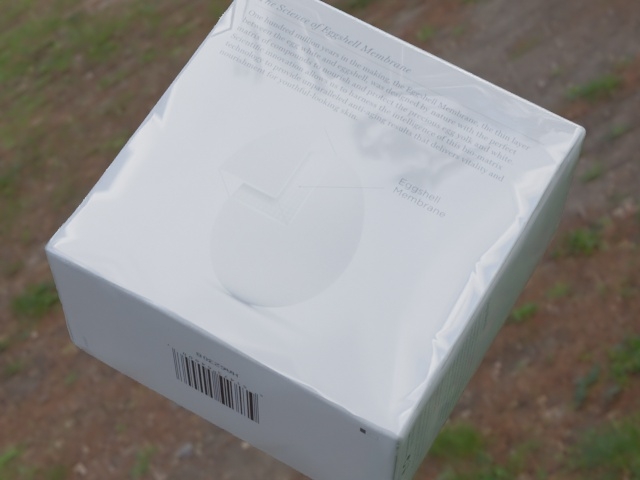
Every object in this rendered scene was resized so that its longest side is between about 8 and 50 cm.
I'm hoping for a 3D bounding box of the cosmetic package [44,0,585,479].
[{"bbox_3d":[0.000,0.000,0.970,0.225,0.224,0.138,-56,-15,-24],"label":"cosmetic package"}]
